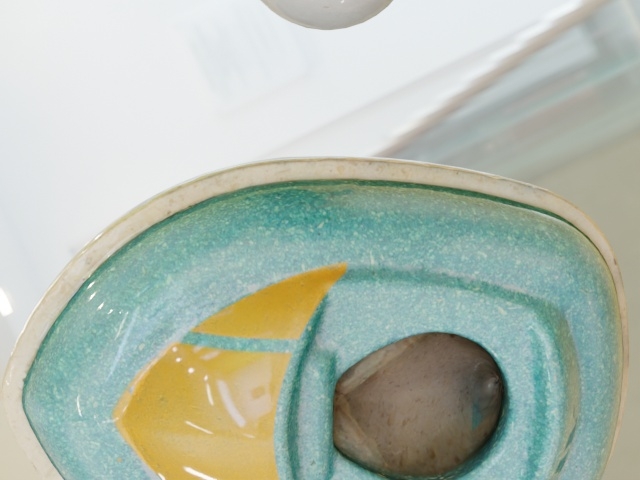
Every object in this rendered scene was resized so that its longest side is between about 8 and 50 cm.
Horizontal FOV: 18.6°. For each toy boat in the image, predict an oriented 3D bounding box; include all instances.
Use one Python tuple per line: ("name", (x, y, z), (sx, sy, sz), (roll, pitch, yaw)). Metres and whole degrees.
("toy boat", (0.000, 0.000, 0.790), (0.148, 0.267, 0.318), (-125, 30, -72))
